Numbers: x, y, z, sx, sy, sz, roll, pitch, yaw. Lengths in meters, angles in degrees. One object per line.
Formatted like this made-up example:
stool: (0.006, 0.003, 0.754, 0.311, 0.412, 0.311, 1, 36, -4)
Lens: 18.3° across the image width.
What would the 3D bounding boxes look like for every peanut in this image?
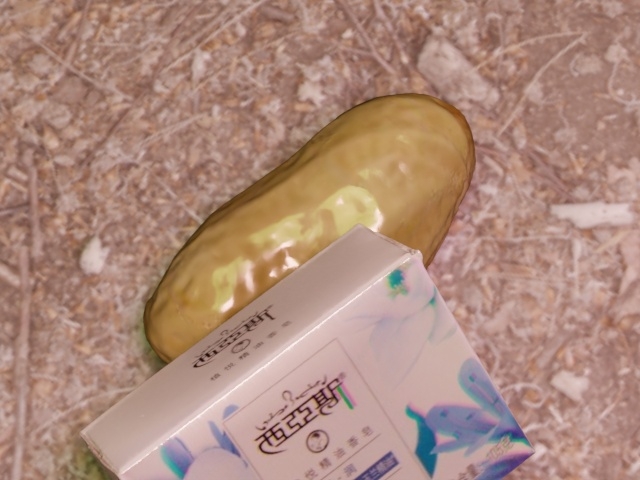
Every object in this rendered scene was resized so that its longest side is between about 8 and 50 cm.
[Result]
peanut: (0.000, 0.000, 1.594, 0.319, 0.147, 0.147, -37, 70, -13)

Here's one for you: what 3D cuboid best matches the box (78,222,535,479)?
box: (-0.007, 0.152, 1.492, 0.274, 0.116, 0.203, -36, 113, -10)
